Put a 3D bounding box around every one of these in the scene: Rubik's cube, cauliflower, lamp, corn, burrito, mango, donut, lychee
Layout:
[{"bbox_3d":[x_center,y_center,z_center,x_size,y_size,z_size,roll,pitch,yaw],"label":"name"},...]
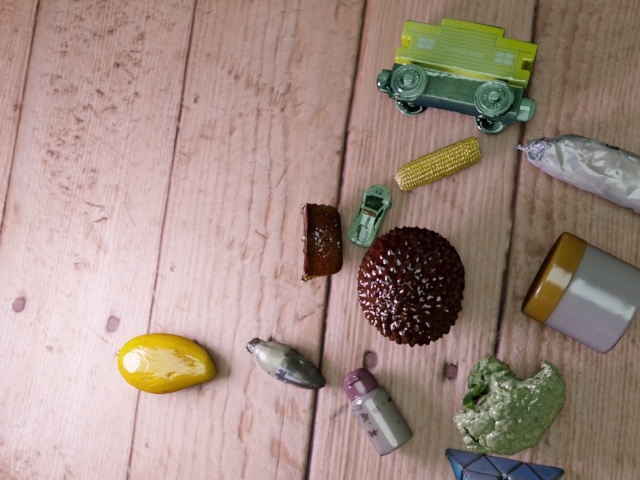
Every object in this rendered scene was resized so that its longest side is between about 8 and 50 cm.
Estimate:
[{"bbox_3d":[0.465,0.669,1.810,0.233,0.228,0.228,-32,32,43],"label":"Rubik's cube"},{"bbox_3d":[0.476,0.416,1.819,0.250,0.275,0.272,59,135,46],"label":"cauliflower"},{"bbox_3d":[-0.098,0.350,1.982,0.250,0.101,0.101,30,91,9],"label":"lamp"},{"bbox_3d":[0.328,-0.211,1.955,0.248,0.081,0.081,-22,80,9],"label":"corn"},{"bbox_3d":[0.730,-0.192,1.857,0.445,0.101,0.139,25,94,14],"label":"burrito"},{"bbox_3d":[-0.455,0.359,2.048,0.316,0.119,0.177,2,77,7],"label":"mango"},{"bbox_3d":[0.002,0.007,1.981,0.126,0.144,0.187,-3,57,-8],"label":"donut"},{"bbox_3d":[0.232,0.117,1.839,0.305,0.330,0.306,9,116,18],"label":"lychee"}]

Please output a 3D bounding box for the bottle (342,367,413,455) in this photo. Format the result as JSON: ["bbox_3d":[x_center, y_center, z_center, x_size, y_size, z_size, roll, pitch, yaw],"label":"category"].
[{"bbox_3d":[0.147,0.459,1.914,0.109,0.110,0.233,-34,78,7],"label":"bottle"}]

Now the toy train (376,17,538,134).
[{"bbox_3d":[0.384,-0.460,1.928,0.441,0.179,0.273,15,82,14],"label":"toy train"}]

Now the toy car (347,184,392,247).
[{"bbox_3d":[0.137,-0.073,1.994,0.093,0.058,0.186,23,90,15],"label":"toy car"}]

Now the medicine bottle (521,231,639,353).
[{"bbox_3d":[0.662,0.132,1.771,0.231,0.238,0.238,29,91,11],"label":"medicine bottle"}]
